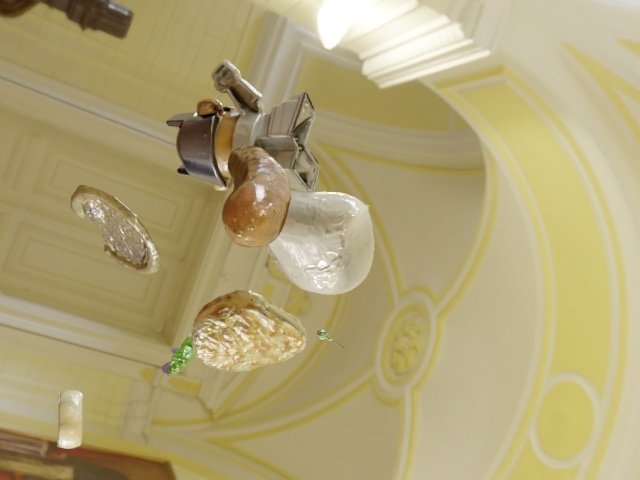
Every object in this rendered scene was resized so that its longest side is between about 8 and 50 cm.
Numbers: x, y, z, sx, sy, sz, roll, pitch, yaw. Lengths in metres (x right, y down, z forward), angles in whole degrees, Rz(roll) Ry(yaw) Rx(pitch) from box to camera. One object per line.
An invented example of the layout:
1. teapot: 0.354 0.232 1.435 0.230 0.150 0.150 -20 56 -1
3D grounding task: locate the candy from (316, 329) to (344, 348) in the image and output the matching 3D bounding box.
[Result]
1. candy: 0.024 0.234 1.608 0.083 0.025 0.023 31 -87 36

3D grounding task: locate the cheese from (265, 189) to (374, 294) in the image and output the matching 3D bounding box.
1. cheese: 0.000 0.000 1.163 0.154 0.198 0.189 -44 132 -46

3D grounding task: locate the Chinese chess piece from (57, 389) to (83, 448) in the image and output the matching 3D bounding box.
1. Chinese chess piece: -0.538 0.383 1.474 0.122 0.051 0.122 180 -90 -69

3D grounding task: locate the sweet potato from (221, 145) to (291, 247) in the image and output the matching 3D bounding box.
1. sweet potato: -0.092 -0.076 1.006 0.097 0.097 0.292 -61 -163 23

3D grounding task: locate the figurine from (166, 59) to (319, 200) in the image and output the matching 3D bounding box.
1. figurine: -0.152 -0.182 1.287 0.308 0.308 0.143 -67 165 8

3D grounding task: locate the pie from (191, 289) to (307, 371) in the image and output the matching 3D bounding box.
1. pie: -0.128 0.161 1.207 0.179 0.205 0.084 -31 -131 21

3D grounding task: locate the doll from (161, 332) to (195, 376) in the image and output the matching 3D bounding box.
1. doll: -0.306 0.259 1.565 0.115 0.050 0.190 -36 -172 16

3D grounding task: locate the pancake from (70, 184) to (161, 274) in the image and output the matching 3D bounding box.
1. pancake: -0.403 -0.017 1.364 0.212 0.235 0.029 -2 -139 45
